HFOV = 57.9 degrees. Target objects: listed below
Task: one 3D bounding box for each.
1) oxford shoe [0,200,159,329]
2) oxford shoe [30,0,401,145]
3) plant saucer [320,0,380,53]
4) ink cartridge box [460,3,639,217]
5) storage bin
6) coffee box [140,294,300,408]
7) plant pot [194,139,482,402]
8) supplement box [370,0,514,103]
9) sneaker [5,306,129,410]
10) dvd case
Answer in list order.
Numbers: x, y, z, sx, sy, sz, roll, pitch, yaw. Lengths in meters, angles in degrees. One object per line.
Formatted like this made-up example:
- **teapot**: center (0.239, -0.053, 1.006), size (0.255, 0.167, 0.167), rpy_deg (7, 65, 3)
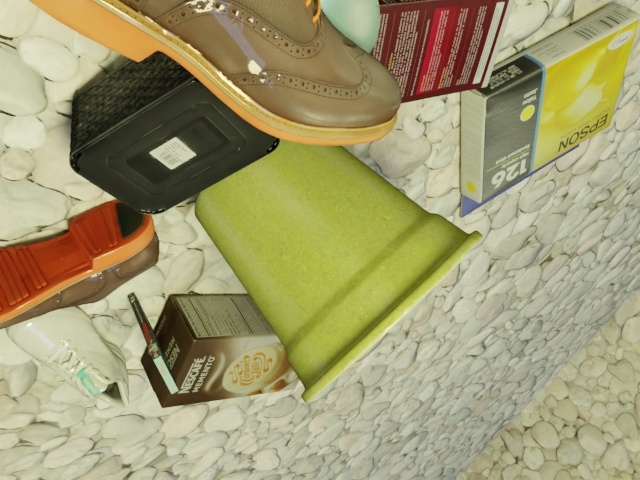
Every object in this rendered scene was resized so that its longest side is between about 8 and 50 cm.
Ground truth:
- **oxford shoe**: center (-0.307, 0.055, 0.655), size (0.271, 0.097, 0.098), rpy_deg (-25, 145, -17)
- **oxford shoe**: center (-0.042, -0.181, 0.456), size (0.363, 0.130, 0.132), rpy_deg (15, 138, -41)
- **plant saucer**: center (-0.036, -0.207, 0.582), size (0.194, 0.037, 0.195), rpy_deg (1, 149, 0)
- **ink cartridge box**: center (0.375, -0.194, 0.983), size (0.303, 0.072, 0.307), rpy_deg (-30, 139, -12)
- **storage bin**: center (-0.145, -0.116, 0.577), size (0.180, 0.084, 0.122), rpy_deg (-26, 145, 16)
- **coffee box**: center (-0.129, 0.165, 0.898), size (0.246, 0.098, 0.141), rpy_deg (4, 124, -41)
- **plant pot**: center (0.000, 0.000, 0.683), size (0.276, 0.254, 0.276), rpy_deg (-42, 171, -8)
- **supplement box**: center (0.116, -0.246, 0.717), size (0.239, 0.073, 0.130), rpy_deg (-17, 137, -27)
- **sneaker**: center (-0.310, 0.158, 0.749), size (0.080, 0.094, 0.212), rpy_deg (-36, 141, -3)
- **dvd case**: center (-0.225, 0.137, 0.776), size (0.013, 0.119, 0.087), rpy_deg (-25, 140, -17)
